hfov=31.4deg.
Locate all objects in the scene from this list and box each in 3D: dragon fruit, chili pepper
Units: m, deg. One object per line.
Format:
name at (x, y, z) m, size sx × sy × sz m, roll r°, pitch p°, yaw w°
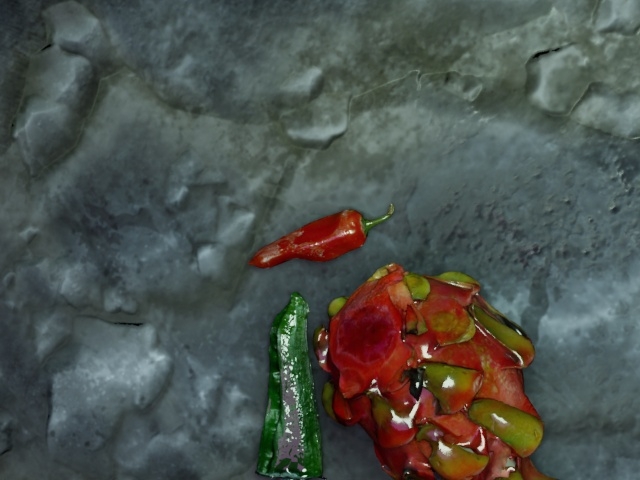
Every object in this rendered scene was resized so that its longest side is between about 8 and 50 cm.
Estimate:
dragon fruit at (0.128, 0.175, 1.238) m, size 0.227 × 0.243 × 0.307 m, roll -35°, pitch 60°, yaw 55°
chili pepper at (0.000, 0.001, 1.341) m, size 0.191 × 0.059 × 0.050 m, roll -20°, pitch 98°, yaw 16°
chili pepper at (-0.031, 0.175, 1.374) m, size 0.088 × 0.059 × 0.226 m, roll 3°, pitch 92°, yaw 13°
